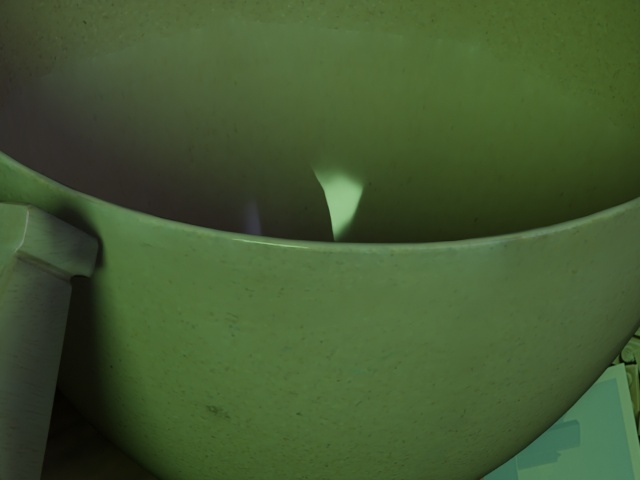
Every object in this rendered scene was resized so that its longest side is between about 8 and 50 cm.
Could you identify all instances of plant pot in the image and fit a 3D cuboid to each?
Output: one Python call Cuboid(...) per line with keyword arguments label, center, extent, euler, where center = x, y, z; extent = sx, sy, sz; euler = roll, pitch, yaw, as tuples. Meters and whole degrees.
Cuboid(label="plant pot", center=(0.000, 0.000, 0.535), extent=(0.284, 0.284, 0.191), euler=(-35, 139, -43))

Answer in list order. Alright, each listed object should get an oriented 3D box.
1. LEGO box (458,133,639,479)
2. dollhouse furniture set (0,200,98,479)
Cuboid(label="LEGO box", center=(0.206, 0.202, 0.580), extent=(0.193, 0.372, 0.500), euler=(10, 73, -42))
Cuboid(label="dollhouse furniture set", center=(-0.138, 0.073, 0.294), extent=(0.174, 0.303, 0.355), euler=(40, 55, -68))
